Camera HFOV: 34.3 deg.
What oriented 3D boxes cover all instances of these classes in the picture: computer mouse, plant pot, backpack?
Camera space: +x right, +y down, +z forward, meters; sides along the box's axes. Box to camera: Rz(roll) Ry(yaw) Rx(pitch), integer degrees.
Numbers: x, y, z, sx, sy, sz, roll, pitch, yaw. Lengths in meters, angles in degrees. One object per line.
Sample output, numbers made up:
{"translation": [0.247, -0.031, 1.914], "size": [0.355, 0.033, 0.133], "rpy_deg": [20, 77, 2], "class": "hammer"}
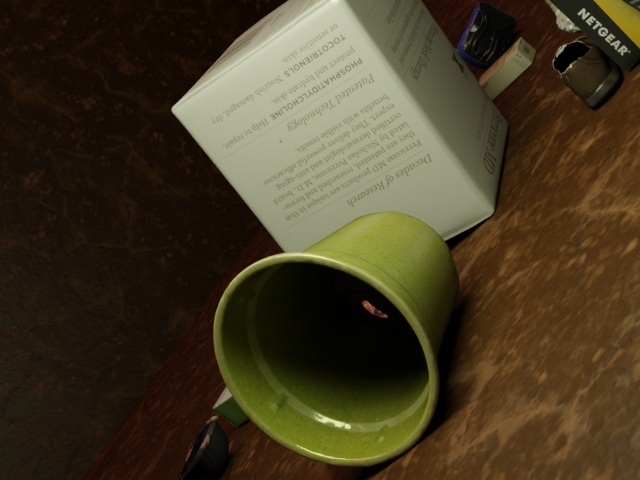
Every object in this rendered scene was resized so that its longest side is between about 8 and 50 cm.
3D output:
{"translation": [-0.203, 0.386, 1.884], "size": [0.262, 0.060, 0.184], "rpy_deg": [-59, 6, 44], "class": "computer mouse"}
{"translation": [0.050, 0.090, 1.271], "size": [0.276, 0.276, 0.254], "rpy_deg": [-45, 0, 35], "class": "plant pot"}
{"translation": [0.349, -0.426, 2.204], "size": [0.101, 0.098, 0.120], "rpy_deg": [131, 164, -83], "class": "backpack"}

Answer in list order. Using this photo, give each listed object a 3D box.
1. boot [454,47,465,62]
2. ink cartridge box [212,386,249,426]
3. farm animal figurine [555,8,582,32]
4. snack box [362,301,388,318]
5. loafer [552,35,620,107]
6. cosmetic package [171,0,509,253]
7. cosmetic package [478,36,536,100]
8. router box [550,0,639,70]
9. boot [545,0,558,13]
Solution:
{"translation": [0.241, -0.365, 2.454], "size": [0.295, 0.104, 0.211], "rpy_deg": [-51, 9, 29], "class": "boot"}
{"translation": [-0.107, 0.255, 1.892], "size": [0.209, 0.062, 0.109], "rpy_deg": [-40, 14, 50], "class": "ink cartridge box"}
{"translation": [0.487, -0.500, 1.577], "size": [0.327, 0.172, 0.330], "rpy_deg": [-43, 13, 43], "class": "farm animal figurine"}
{"translation": [0.002, 0.178, 1.641], "size": [0.207, 0.070, 0.174], "rpy_deg": [-52, 10, -10], "class": "snack box"}
{"translation": [0.376, -0.260, 1.485], "size": [0.080, 0.078, 0.220], "rpy_deg": [-48, 10, 19], "class": "loafer"}
{"translation": [0.049, -0.193, 1.640], "size": [0.327, 0.394, 0.329], "rpy_deg": [-30, 19, 27], "class": "cosmetic package"}
{"translation": [0.351, -0.323, 1.958], "size": [0.115, 0.041, 0.060], "rpy_deg": [-44, 12, 38], "class": "cosmetic package"}
{"translation": [0.379, -0.412, 1.340], "size": [0.243, 0.309, 0.081], "rpy_deg": [-45, 8, 37], "class": "router box"}
{"translation": [0.426, -0.514, 1.934], "size": [0.077, 0.165, 0.213], "rpy_deg": [-43, 14, 39], "class": "boot"}
